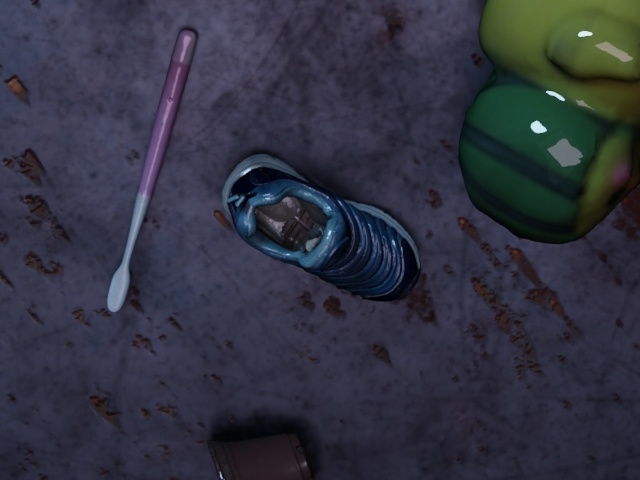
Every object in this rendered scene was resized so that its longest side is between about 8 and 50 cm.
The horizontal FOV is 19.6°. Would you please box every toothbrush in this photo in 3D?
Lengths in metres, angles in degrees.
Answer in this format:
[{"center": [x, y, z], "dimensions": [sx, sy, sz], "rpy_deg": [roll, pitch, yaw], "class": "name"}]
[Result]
[{"center": [-0.162, -0.065, 1.764], "dimensions": [0.020, 0.025, 0.286], "rpy_deg": [16, 106, -2], "class": "toothbrush"}]

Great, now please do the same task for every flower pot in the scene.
[{"center": [-0.053, 0.235, 1.821], "dimensions": [0.089, 0.111, 0.111], "rpy_deg": [-18, 107, -5], "class": "flower pot"}]

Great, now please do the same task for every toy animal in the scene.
[{"center": [0.233, -0.162, 1.645], "dimensions": [0.191, 0.216, 0.338], "rpy_deg": [30, 111, 20], "class": "toy animal"}]

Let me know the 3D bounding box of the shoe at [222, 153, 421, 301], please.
[{"center": [0.000, 0.000, 1.739], "dimensions": [0.207, 0.106, 0.091], "rpy_deg": [28, 107, -14], "class": "shoe"}]
